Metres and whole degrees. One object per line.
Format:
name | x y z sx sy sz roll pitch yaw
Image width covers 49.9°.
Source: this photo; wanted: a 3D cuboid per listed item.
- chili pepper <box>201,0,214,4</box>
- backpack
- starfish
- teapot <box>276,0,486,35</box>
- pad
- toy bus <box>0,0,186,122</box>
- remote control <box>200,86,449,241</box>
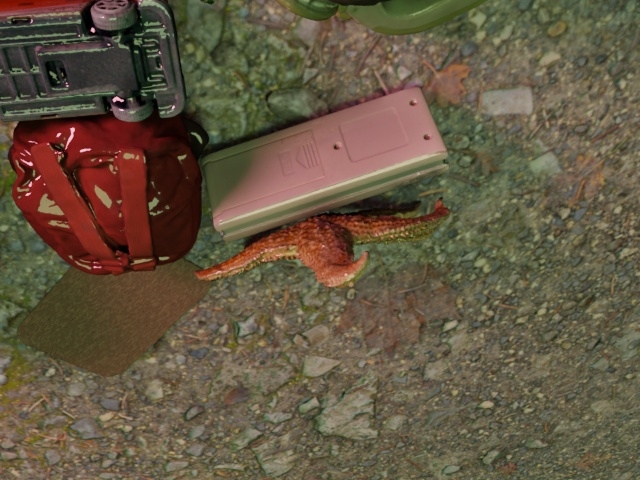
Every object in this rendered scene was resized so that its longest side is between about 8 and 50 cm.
chili pepper | -0.124 -0.324 0.628 0.088 0.059 0.227 -6 135 -1
backpack | -0.230 -0.051 0.774 0.229 0.139 0.229 -5 129 -6
starfish | -0.001 -0.004 0.836 0.302 0.299 0.060 -9 104 21
teapot | 0.053 -0.315 0.603 0.239 0.321 0.240 -31 90 34
pad | -0.293 0.097 0.976 0.176 0.002 0.266 33 117 -32
toy bus | -0.269 -0.183 0.668 0.264 0.120 0.121 -7 130 -6
remote control | 0.003 -0.089 0.811 0.277 0.103 0.055 -17 151 3
